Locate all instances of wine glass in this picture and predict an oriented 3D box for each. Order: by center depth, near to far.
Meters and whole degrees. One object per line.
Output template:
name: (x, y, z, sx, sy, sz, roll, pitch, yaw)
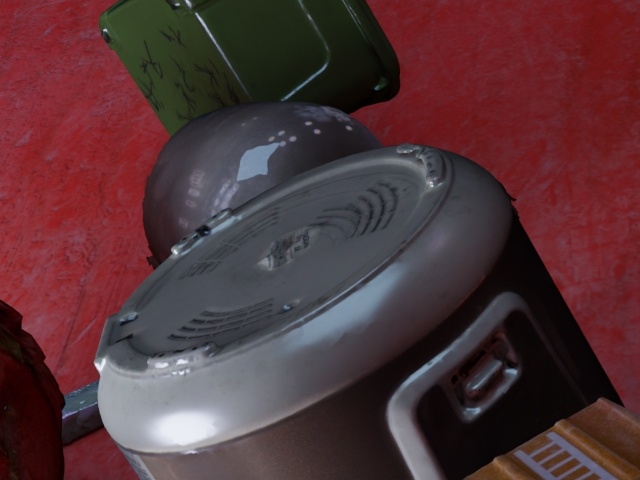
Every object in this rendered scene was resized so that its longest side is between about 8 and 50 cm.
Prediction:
wine glass: (0.000, 0.000, 1.442, 0.238, 0.238, 0.323, -37, 36, -27)

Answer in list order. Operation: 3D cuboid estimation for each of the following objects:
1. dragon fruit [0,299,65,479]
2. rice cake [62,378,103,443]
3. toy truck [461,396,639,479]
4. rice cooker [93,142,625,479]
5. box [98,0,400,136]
dragon fruit: (-0.353, 0.179, 1.298, 0.296, 0.295, 0.301, 4, 35, 32)
rice cake: (-0.166, 0.128, 1.520, 0.211, 0.034, 0.043, -27, 30, -13)
toy truck: (0.185, 0.246, 0.903, 0.136, 0.305, 0.162, -28, 25, -14)
rice cooker: (0.043, 0.137, 1.121, 0.335, 0.325, 0.335, -26, 20, 10)
box: (-0.089, -0.209, 1.720, 0.178, 0.252, 0.329, -35, 11, -22)
